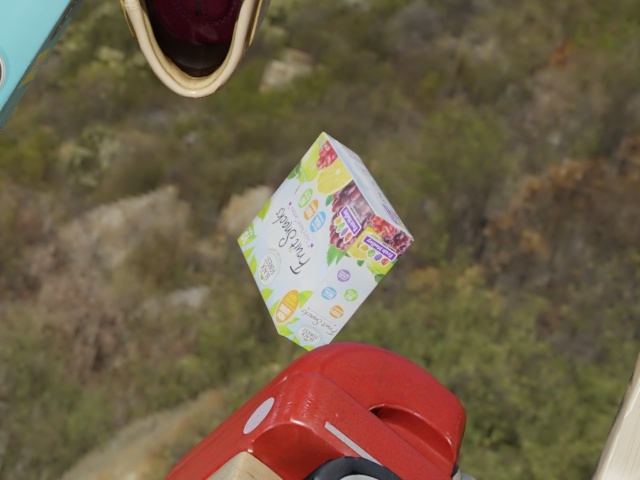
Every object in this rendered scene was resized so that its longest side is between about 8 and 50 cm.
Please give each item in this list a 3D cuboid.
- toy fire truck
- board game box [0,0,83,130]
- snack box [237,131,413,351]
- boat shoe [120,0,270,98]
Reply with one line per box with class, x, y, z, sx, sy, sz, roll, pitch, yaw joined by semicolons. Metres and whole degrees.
toy fire truck;0.065;0.102;0.607;0.217;0.158;0.246;40;31;-12
board game box;-0.237;-0.255;1.101;0.253;0.336;0.079;33;2;-5
snack box;0.000;0.000;1.146;0.037;0.100;0.141;32;13;-25
boat shoe;-0.039;-0.117;0.534;0.063;0.170;0.059;-1;45;5
